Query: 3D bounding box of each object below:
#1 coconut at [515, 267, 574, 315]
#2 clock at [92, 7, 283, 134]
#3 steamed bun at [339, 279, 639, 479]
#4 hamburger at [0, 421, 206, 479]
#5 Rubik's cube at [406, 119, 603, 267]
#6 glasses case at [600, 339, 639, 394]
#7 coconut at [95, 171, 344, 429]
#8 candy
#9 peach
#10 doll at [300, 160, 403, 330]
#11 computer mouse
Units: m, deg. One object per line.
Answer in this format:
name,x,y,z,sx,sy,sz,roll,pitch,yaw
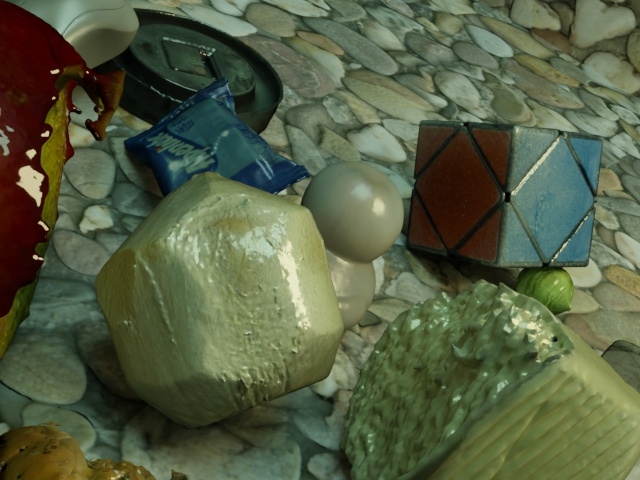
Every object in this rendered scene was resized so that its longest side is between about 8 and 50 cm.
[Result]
coconut,0.345,0.076,1.497,0.096,0.088,0.088,39,33,29
clock,-0.219,-0.275,1.612,0.319,0.066,0.319,20,32,-13
steamed bun,0.168,0.180,1.033,0.273,0.290,0.272,31,20,-29
hamburger,-0.177,0.269,0.703,0.211,0.260,0.245,32,72,-21
Rubik's cube,0.277,-0.072,1.481,0.205,0.205,0.207,1,6,-36
glasses case,0.391,0.229,1.324,0.114,0.060,0.299,38,33,18
coconut,-0.105,0.054,1.020,0.245,0.245,0.247,-16,84,-48
candy,-0.149,-0.114,1.312,0.187,0.077,0.331,-32,36,-8
peach,-0.382,-0.067,0.926,0.310,0.335,0.406,20,38,-13
doll,0.000,0.000,1.231,0.251,0.221,0.221,-7,45,-42
computer mouse,-0.397,-0.309,1.417,0.184,0.121,0.297,38,47,23
